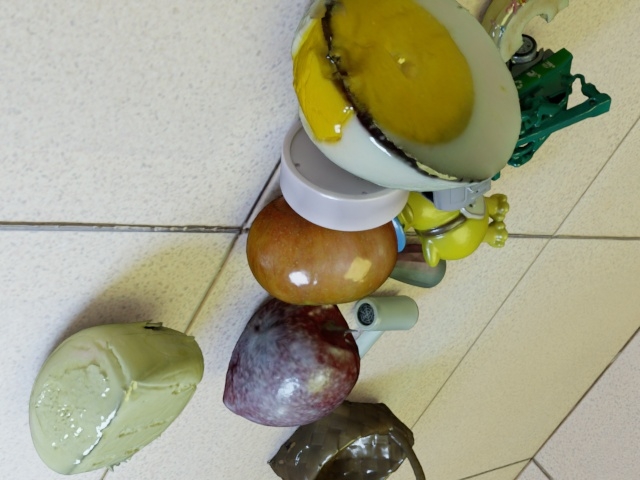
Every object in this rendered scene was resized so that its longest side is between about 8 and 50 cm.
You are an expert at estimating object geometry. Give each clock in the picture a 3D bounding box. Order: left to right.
[{"bbox_3d":[0.039,-0.107,1.433,0.197,0.197,0.068,-24,145,-26],"label":"clock"}]

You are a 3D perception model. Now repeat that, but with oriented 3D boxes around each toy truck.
[{"bbox_3d":[0.292,-0.199,1.624,0.363,0.178,0.176,-31,147,-13],"label":"toy truck"}]

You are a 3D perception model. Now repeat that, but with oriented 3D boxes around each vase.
[{"bbox_3d":[0.143,0.042,1.844,0.214,0.086,0.086,8,123,-46],"label":"vase"}]

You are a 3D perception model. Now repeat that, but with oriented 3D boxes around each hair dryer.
[{"bbox_3d":[0.086,0.202,1.999,0.131,0.073,0.236,1,137,-46],"label":"hair dryer"}]

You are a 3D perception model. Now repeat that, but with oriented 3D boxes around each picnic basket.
[{"bbox_3d":[0.100,0.530,2.156,0.293,0.337,0.337,-52,147,15],"label":"picnic basket"}]

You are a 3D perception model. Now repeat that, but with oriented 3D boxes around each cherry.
[{"bbox_3d":[-0.051,0.214,1.699,0.300,0.230,0.203,-38,138,22],"label":"cherry"}]

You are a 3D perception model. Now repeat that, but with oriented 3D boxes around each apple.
[{"bbox_3d":[0.000,0.000,1.512,0.235,0.210,0.173,-12,119,-5],"label":"apple"}]

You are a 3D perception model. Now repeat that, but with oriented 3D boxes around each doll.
[{"bbox_3d":[0.197,-0.052,1.756,0.363,0.145,0.199,3,88,-38],"label":"doll"}]

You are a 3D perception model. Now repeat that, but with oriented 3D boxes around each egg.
[{"bbox_3d":[0.096,-0.194,1.337,0.337,0.337,0.201,-16,168,-35],"label":"egg"}]

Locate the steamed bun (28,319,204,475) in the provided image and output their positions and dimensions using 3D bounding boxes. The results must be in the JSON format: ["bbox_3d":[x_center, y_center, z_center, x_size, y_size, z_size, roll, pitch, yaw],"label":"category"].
[{"bbox_3d":[-0.317,0.227,1.486,0.273,0.166,0.232,-52,160,26],"label":"steamed bun"}]

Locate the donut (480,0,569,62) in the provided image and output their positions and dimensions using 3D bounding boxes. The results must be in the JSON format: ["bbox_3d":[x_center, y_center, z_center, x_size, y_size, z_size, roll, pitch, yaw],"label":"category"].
[{"bbox_3d":[0.317,-0.369,1.547,0.166,0.065,0.108,-40,148,-2],"label":"donut"}]
